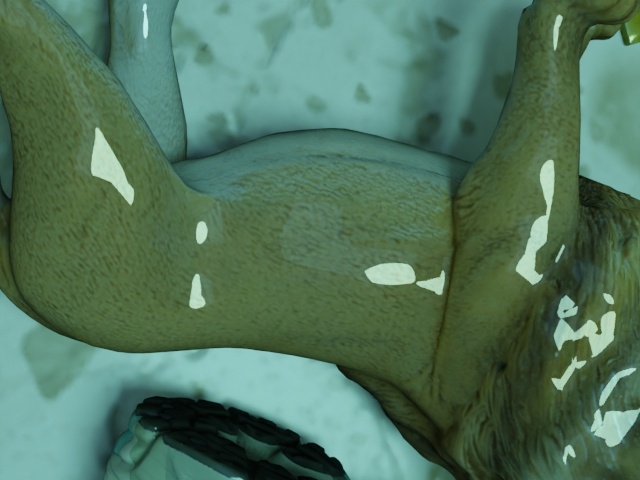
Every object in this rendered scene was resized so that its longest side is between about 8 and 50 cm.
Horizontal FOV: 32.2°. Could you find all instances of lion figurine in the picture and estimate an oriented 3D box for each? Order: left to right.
[{"bbox_3d":[0.000,0.000,0.449,0.392,0.142,0.240,12,96,3],"label":"lion figurine"}]

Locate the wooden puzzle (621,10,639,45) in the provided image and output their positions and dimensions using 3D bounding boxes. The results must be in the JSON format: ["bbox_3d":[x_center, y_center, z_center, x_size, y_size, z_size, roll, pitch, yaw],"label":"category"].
[{"bbox_3d":[0.171,-0.153,0.524,0.079,0.014,0.116,-6,92,-11],"label":"wooden puzzle"}]

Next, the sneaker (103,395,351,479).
[{"bbox_3d":[0.028,0.174,0.470,0.283,0.110,0.122,27,98,-3],"label":"sneaker"}]
